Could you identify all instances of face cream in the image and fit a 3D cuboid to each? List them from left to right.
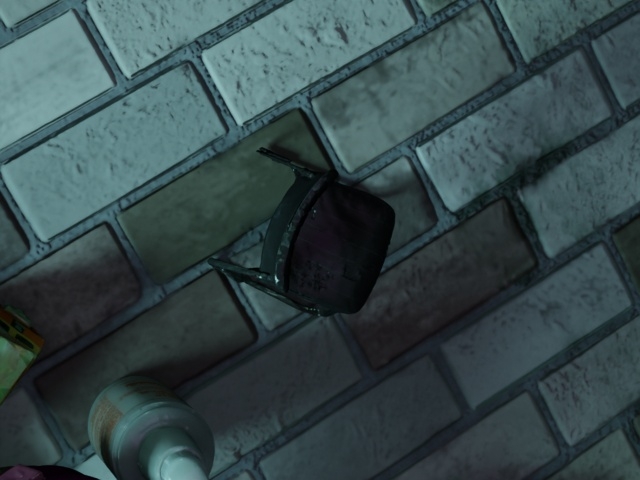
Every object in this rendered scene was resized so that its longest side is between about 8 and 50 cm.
[{"bbox_3d":[-0.153,0.197,1.499,0.101,0.251,0.101,-1,95,-17],"label":"face cream"}]

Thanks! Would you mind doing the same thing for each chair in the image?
[{"bbox_3d":[0.000,0.000,1.547,0.145,0.221,0.140,24,87,-17],"label":"chair"}]

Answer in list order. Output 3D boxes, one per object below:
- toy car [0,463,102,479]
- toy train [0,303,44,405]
[{"bbox_3d":[-0.284,0.355,1.451,0.271,0.240,0.341,-30,117,-37],"label":"toy car"},{"bbox_3d":[-0.341,0.144,1.515,0.072,0.099,0.188,38,82,-18],"label":"toy train"}]
